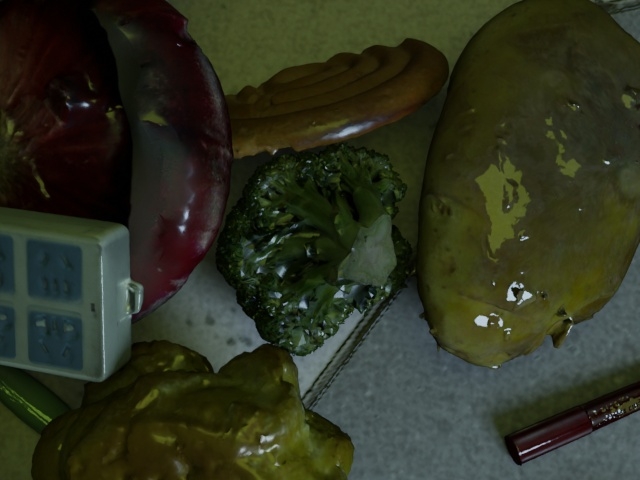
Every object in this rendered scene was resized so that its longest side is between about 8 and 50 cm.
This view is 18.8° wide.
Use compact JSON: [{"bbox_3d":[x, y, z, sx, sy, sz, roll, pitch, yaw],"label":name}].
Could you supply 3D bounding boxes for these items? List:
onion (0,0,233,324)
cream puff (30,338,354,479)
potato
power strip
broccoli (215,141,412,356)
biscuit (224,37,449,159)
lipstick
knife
[{"bbox_3d":[-0.161,-0.063,1.409,0.272,0.195,0.272,1,91,33],"label":"onion"},{"bbox_3d":[-0.081,0.186,1.352,0.244,0.244,0.196,18,39,-2],"label":"cream puff"},{"bbox_3d":[0.167,-0.043,1.464,0.192,0.141,0.296,28,78,-22],"label":"potato"},{"bbox_3d":[-0.296,0.021,1.358,0.367,0.043,0.106,8,109,21],"label":"power strip"},{"bbox_3d":[0.000,0.000,1.445,0.162,0.138,0.146,-45,120,-24],"label":"broccoli"},{"bbox_3d":[-0.003,-0.106,1.471,0.224,0.144,0.033,-17,111,-7],"label":"biscuit"},{"bbox_3d":[0.225,0.128,1.494,0.176,0.027,0.027,-22,80,-13],"label":"lipstick"},{"bbox_3d":[-0.268,0.072,1.449,0.293,0.020,0.043,38,77,4],"label":"knife"}]
